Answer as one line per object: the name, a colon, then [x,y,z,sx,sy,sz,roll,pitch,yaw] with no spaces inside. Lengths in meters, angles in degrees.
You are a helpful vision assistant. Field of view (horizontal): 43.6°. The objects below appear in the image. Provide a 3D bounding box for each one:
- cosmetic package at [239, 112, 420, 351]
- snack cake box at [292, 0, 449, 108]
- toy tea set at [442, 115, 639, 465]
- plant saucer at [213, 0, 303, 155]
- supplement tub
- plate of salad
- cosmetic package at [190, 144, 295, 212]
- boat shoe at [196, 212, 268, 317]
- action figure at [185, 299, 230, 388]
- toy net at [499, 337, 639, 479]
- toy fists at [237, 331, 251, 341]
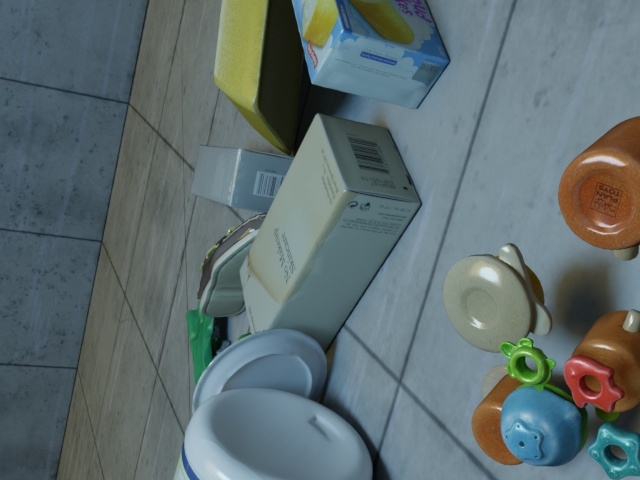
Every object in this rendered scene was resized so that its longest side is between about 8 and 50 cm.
cosmetic package: [0.000,0.000,1.094,0.309,0.113,0.160,-60,33,36]
snack cake box: [0.051,-0.303,1.029,0.089,0.152,0.264,-55,37,43]
toy tea set: [0.226,0.048,0.653,0.200,0.124,0.336,55,136,14]
plant saucer: [-0.087,-0.322,1.217,0.333,0.081,0.332,37,-122,-81]
supplement tub: [-0.087,0.379,1.017,0.235,0.236,0.324,49,126,58]
plate of salad: [-0.084,0.200,1.104,0.048,0.200,0.199,47,125,51]
cosmetic package: [-0.129,-0.107,1.378,0.238,0.127,0.107,24,104,62]
boat shoe: [-0.140,0.030,1.378,0.324,0.117,0.096,127,140,-55]
action figure: [-0.212,0.216,1.527,0.137,0.064,0.232,-55,33,41]
toy net: [0.231,0.149,0.566,0.232,0.045,0.122,22,119,36]
toy fists: [-0.098,0.276,1.236,0.142,0.096,0.278,164,110,-64]
